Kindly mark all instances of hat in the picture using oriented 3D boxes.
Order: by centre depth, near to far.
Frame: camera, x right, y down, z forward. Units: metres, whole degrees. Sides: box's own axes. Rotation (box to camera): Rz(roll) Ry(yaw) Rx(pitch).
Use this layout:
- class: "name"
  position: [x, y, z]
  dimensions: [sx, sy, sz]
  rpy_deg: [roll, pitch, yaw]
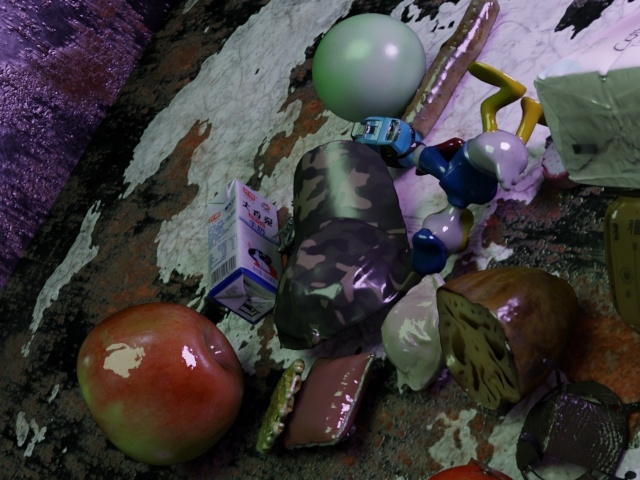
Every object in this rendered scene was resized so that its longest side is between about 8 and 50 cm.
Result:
- class: "hat"
  position: [0.000, 0.000, 2.035]
  dimensions: [0.366, 0.257, 0.381]
  rpy_deg: [-32, 73, 32]

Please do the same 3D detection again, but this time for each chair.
- class: "chair"
  position: [0.336, 0.254, 1.474]
  dimensions: [0.213, 0.149, 0.174]
  rpy_deg: [88, -159, -68]

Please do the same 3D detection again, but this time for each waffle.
- class: "waffle"
  position: [-0.073, 0.297, 1.967]
  dimensions: [0.183, 0.036, 0.169]
  rpy_deg: [117, 175, -63]

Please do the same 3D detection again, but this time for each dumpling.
- class: "dumpling"
  position: [0.168, 0.152, 1.781]
  dimensions: [0.136, 0.118, 0.199]
  rpy_deg: [22, 99, 61]

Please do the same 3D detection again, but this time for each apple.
- class: "apple"
  position: [-0.298, 0.266, 2.120]
  dimensions: [0.277, 0.319, 0.319]
  rpy_deg: [-30, 33, 1]

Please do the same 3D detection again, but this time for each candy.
- class: "candy"
  position: [0.406, -0.132, 1.795]
  dimensions: [0.103, 0.043, 0.103]
  rpy_deg: [-34, 36, 30]

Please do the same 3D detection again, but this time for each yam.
- class: "yam"
  position: [0.256, -0.340, 2.182]
  dimensions: [0.067, 0.071, 0.317]
  rpy_deg: [24, 81, 51]

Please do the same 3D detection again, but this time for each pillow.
- class: "pillow"
  position: [0.019, 0.275, 1.893]
  dimensions: [0.171, 0.075, 0.179]
  rpy_deg: [-17, 44, 53]

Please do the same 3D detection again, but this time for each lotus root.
- class: "lotus root"
  position: [0.286, 0.133, 1.605]
  dimensions: [0.180, 0.199, 0.188]
  rpy_deg: [-22, 30, -24]

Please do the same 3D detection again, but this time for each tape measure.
- class: "tape measure"
  position: [0.133, -0.187, 2.141]
  dimensions: [0.146, 0.125, 0.080]
  rpy_deg: [9, 75, 41]

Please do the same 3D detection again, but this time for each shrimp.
- class: "shrimp"
  position: [-0.052, -0.030, 2.292]
  dimensions: [0.076, 0.082, 0.174]
  rpy_deg: [-33, 29, 39]

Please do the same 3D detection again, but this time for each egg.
- class: "egg"
  position: [0.099, -0.348, 2.250]
  dimensions: [0.220, 0.220, 0.270]
  rpy_deg: [-61, 17, -12]

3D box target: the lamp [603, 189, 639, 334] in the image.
- class: "lamp"
  position: [0.448, 0.025, 1.432]
  dimensions: [0.161, 0.161, 0.185]
  rpy_deg: [7, 108, 56]

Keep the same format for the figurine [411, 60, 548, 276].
- class: "figurine"
  position: [0.223, -0.101, 1.865]
  dimensions: [0.338, 0.205, 0.283]
  rpy_deg: [-63, 20, -6]

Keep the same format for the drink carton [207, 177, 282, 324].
- class: "drink carton"
  position: [-0.162, 0.018, 2.345]
  dimensions: [0.107, 0.131, 0.315]
  rpy_deg: [-38, 35, 23]

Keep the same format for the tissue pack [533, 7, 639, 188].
- class: "tissue pack"
  position: [0.508, -0.223, 1.474]
  dimensions: [0.356, 0.193, 0.266]
  rpy_deg: [-33, 21, -28]

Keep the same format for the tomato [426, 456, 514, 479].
- class: "tomato"
  position: [0.167, 0.428, 1.447]
  dimensions: [0.309, 0.170, 0.309]
  rpy_deg: [-35, 34, 28]
